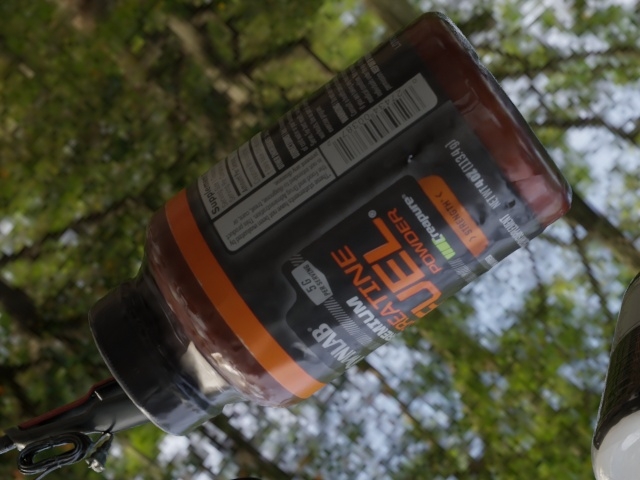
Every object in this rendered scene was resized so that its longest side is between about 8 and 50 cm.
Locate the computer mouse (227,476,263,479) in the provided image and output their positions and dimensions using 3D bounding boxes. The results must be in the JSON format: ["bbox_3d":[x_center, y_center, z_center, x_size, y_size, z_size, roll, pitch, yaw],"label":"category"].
[{"bbox_3d":[-0.131,0.340,1.635,0.184,0.060,0.262,-8,-150,10],"label":"computer mouse"}]

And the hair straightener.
[{"bbox_3d":[-0.220,0.172,1.475,0.230,0.047,0.089,-18,-144,3],"label":"hair straightener"}]

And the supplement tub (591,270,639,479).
[{"bbox_3d":[0.234,0.081,0.986,0.117,0.117,0.190,-29,-159,34],"label":"supplement tub"}]

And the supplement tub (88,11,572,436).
[{"bbox_3d":[0.000,0.000,0.684,0.198,0.106,0.106,-36,-152,8],"label":"supplement tub"}]
